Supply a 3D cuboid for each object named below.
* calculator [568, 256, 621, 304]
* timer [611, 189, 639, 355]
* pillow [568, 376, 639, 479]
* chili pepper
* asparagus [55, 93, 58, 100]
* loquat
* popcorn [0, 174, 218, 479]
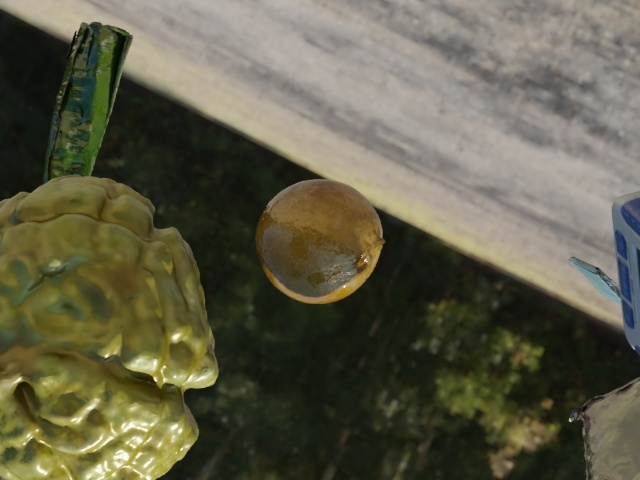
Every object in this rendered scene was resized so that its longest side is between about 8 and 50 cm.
[{"bbox_3d":[0.413,0.063,2.021,0.057,0.018,0.172,25,175,35],"label":"calculator"},{"bbox_3d":[0.458,0.069,1.816,0.178,0.078,0.253,-122,16,-55],"label":"timer"},{"bbox_3d":[0.360,0.237,1.581,0.059,0.169,0.255,57,-157,-16],"label":"pillow"},{"bbox_3d":[-0.296,-0.081,1.642,0.085,0.359,0.076,15,-177,30],"label":"chili pepper"},{"bbox_3d":[-0.355,-0.096,1.985,0.022,0.232,0.023,-3,-170,13],"label":"asparagus"},{"bbox_3d":[0.000,0.000,1.464,0.141,0.141,0.141,26,178,1],"label":"loquat"},{"bbox_3d":[-0.202,0.086,1.160,0.224,0.270,0.258,-5,-143,-7],"label":"popcorn"}]
